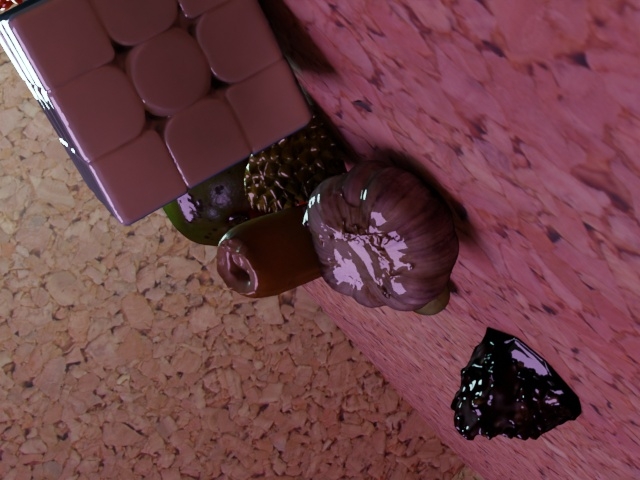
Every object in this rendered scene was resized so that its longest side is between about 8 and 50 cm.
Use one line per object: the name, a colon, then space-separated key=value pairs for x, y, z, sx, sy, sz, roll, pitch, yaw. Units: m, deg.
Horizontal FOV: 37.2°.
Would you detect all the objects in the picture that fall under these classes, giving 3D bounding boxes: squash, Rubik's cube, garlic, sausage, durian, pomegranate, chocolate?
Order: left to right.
Rubik's cube: x=-0.232 y=-0.231 z=1.278 sx=0.291 sy=0.291 sz=0.290 roll=63 pitch=167 yaw=-22
pomegranate: x=-0.216 y=-0.152 z=1.878 sx=0.323 sy=0.291 sz=0.291 roll=53 pitch=174 yaw=15
durian: x=-0.052 y=-0.133 z=1.556 sx=0.306 sy=0.172 sz=0.166 roll=44 pitch=-157 yaw=-75
sausage: x=0.000 y=-0.005 z=1.513 sx=0.134 sy=0.354 sz=0.116 roll=18 pitch=118 yaw=44
garlic: x=0.098 y=-0.013 z=1.361 sx=0.245 sy=0.160 sz=0.245 roll=29 pitch=140 yaw=28
squash: x=0.174 y=0.087 z=1.750 sx=0.083 sy=0.083 sz=0.250 roll=47 pitch=175 yaw=-11
chocolate: x=0.317 y=0.290 z=1.662 sx=0.206 sy=0.177 sz=0.224 roll=47 pitch=173 yaw=-12

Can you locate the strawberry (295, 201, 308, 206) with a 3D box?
strawberry: x=0.001 y=-0.048 z=1.936 sx=0.188 sy=0.082 sz=0.121 roll=54 pitch=166 yaw=-31

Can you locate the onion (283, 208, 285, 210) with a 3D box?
onion: x=-0.168 y=-0.125 z=2.143 sx=0.267 sy=0.159 sz=0.349 roll=31 pitch=164 yaw=52

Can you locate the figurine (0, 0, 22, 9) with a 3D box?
figurine: x=-0.646 y=-0.576 z=1.803 sx=0.241 sy=0.306 sz=0.412 roll=56 pitch=170 yaw=-4
